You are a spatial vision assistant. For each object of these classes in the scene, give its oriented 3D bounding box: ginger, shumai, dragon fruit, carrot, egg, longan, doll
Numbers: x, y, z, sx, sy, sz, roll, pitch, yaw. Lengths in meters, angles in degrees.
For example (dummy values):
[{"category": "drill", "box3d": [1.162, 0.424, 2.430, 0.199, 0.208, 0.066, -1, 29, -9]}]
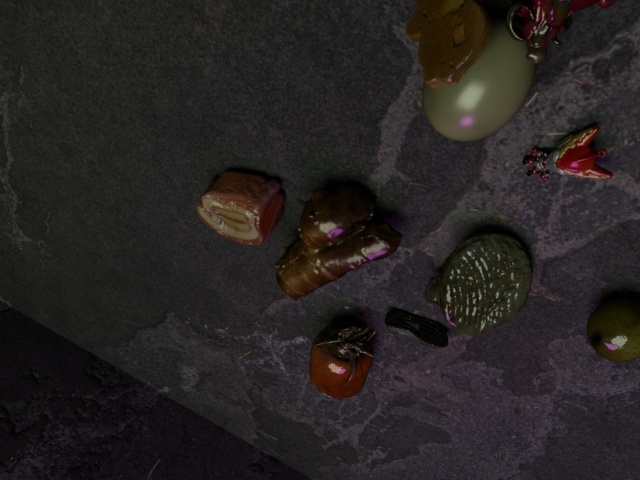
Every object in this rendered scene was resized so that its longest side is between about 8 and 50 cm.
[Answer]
[{"category": "ginger", "box3d": [0.000, 0.000, 1.672, 0.254, 0.176, 0.418, 49, 135, -8]}, {"category": "shumai", "box3d": [0.380, 0.085, 1.572, 0.222, 0.203, 0.272, 41, 104, -14]}, {"category": "dragon fruit", "box3d": [0.382, -0.438, 0.992, 0.218, 0.198, 0.273, -1, 155, -34]}, {"category": "carrot", "box3d": [0.063, 0.363, 1.968, 0.193, 0.214, 0.331, 22, 135, 9]}, {"category": "egg", "box3d": [0.293, -0.296, 1.177, 0.186, 0.186, 0.241, 31, 128, 0]}, {"category": "longan", "box3d": [0.706, 0.206, 1.472, 0.176, 0.145, 0.155, -5, 170, -17]}, {"category": "doll", "box3d": [0.496, -0.165, 1.289, 0.169, 0.057, 0.109, -4, 113, 53]}]

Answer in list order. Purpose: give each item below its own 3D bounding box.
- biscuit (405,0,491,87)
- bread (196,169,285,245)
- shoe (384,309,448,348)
[{"category": "biscuit", "box3d": [0.228, -0.386, 1.111, 0.035, 0.248, 0.184, 15, 151, -39]}, {"category": "bread", "box3d": [-0.227, -0.093, 1.754, 0.244, 0.123, 0.190, 15, 138, 21]}, {"category": "shoe", "box3d": [0.278, 0.266, 1.848, 0.194, 0.074, 0.077, 21, 150, 16]}]
